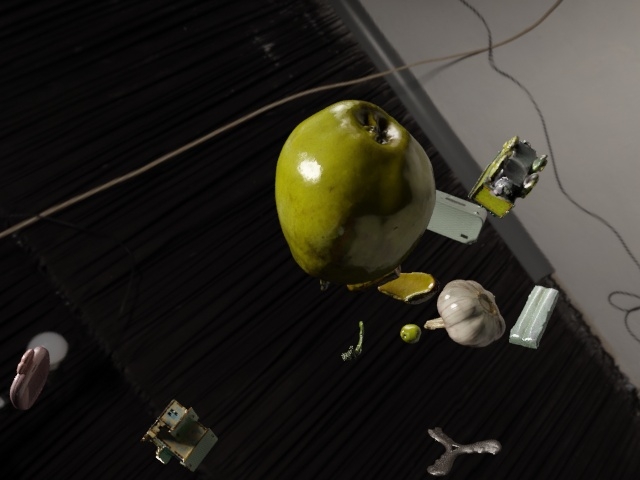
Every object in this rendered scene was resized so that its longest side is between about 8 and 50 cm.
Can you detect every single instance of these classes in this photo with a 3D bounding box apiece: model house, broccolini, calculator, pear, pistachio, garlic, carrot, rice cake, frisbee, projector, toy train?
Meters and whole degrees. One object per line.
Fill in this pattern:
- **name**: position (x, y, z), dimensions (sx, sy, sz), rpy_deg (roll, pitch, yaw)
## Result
- **model house**: position (-0.473, 0.673, 1.746), dimensions (0.206, 0.178, 0.271), rpy_deg (38, 146, -1)
- **broccolini**: position (0.128, 0.359, 1.813), dimensions (0.052, 0.194, 0.054), rpy_deg (44, 124, -5)
- **calculator**: position (-0.529, 0.252, 0.944), dimensions (0.024, 0.103, 0.166), rpy_deg (21, 139, -7)
- **pear**: position (0.052, -0.058, 0.935), dimensions (0.287, 0.287, 0.375), rpy_deg (36, 126, 28)
- **pistachio**: position (0.251, 0.140, 1.466), dimensions (0.172, 0.090, 0.049), rpy_deg (0, 157, 12)
- **garlic**: position (0.466, 0.261, 1.751), dimensions (0.253, 0.245, 0.245), rpy_deg (-34, 94, 36)
- **carrot**: position (0.139, 0.083, 1.333), dimensions (0.173, 0.082, 0.082), rpy_deg (-24, 103, 42)
- **pear**: position (0.398, 0.415, 2.282), dimensions (0.092, 0.096, 0.092), rpy_deg (-177, 90, -69)
- **rice cake**: position (0.650, 0.229, 1.559), dimensions (0.085, 0.226, 0.040), rpy_deg (5, 135, 44)
- **frisbee**: position (0.342, 0.543, 1.362), dimensions (0.187, 0.210, 0.012), rpy_deg (18, 120, 64)
- **projector**: position (0.412, -0.092, 1.692), dimensions (0.250, 0.198, 0.108), rpy_deg (22, 108, 16)
- **toy train**: position (0.556, -0.188, 1.515), dimensions (0.134, 0.261, 0.177), rpy_deg (36, 139, 7)
